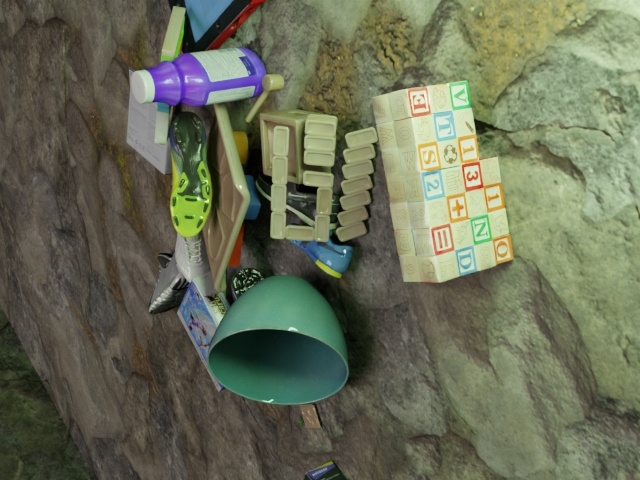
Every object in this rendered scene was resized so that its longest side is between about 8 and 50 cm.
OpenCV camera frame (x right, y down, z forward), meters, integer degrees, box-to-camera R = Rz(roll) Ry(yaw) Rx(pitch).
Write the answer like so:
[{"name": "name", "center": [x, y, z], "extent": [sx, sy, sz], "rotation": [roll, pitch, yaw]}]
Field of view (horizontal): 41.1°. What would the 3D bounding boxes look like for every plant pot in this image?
[{"name": "plant pot", "center": [-0.080, 0.188, 1.798], "extent": [0.290, 0.290, 0.195], "rotation": [123, 160, -47]}]

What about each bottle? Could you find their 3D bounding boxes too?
[{"name": "bottle", "center": [-0.254, -0.337, 1.787], "extent": [0.118, 0.282, 0.092], "rotation": [51, 139, 28]}]

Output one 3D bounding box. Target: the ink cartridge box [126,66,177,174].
[{"name": "ink cartridge box", "center": [-0.441, -0.319, 2.259], "extent": [0.223, 0.045, 0.224], "rotation": [39, 131, 40]}]

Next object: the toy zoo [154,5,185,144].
[{"name": "toy zoo", "center": [-0.344, -0.354, 1.943], "extent": [0.192, 0.030, 0.293], "rotation": [-89, 11, -46]}]

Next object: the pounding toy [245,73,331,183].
[{"name": "pounding toy", "center": [-0.065, -0.236, 1.727], "extent": [0.181, 0.094, 0.206], "rotation": [19, 118, 49]}]

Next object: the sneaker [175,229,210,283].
[{"name": "sneaker", "center": [-0.326, 0.003, 2.147], "extent": [0.115, 0.090, 0.232], "rotation": [-160, 61, -80]}]

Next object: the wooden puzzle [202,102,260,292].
[{"name": "wooden puzzle", "center": [-0.209, -0.106, 1.937], "extent": [0.348, 0.080, 0.322], "rotation": [109, 153, -45]}]

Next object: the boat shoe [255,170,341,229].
[{"name": "boat shoe", "center": [-0.044, -0.102, 1.768], "extent": [0.233, 0.084, 0.079], "rotation": [31, 122, 38]}]

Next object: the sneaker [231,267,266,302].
[{"name": "sneaker", "center": [-0.133, 0.204, 2.016], "extent": [0.124, 0.107, 0.283], "rotation": [145, 107, -74]}]

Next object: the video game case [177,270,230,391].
[{"name": "video game case", "center": [-0.266, 0.235, 2.155], "extent": [0.244, 0.061, 0.269], "rotation": [59, 154, 12]}]

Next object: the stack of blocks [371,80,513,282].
[{"name": "stack of blocks", "center": [0.196, -0.096, 1.354], "extent": [0.087, 0.171, 0.297], "rotation": [-3, 100, 54]}]

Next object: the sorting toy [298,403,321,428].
[{"name": "sorting toy", "center": [-0.030, 0.411, 2.002], "extent": [0.083, 0.012, 0.062], "rotation": [-16, 94, 52]}]

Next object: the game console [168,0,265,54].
[{"name": "game console", "center": [-0.249, -0.612, 1.869], "extent": [0.386, 0.060, 0.342], "rotation": [-25, 82, 54]}]

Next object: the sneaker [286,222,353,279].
[{"name": "sneaker", "center": [0.000, 0.000, 1.768], "extent": [0.209, 0.069, 0.082], "rotation": [39, 104, 49]}]

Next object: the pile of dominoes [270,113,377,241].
[{"name": "pile of dominoes", "center": [0.005, -0.116, 1.650], "extent": [0.040, 0.195, 0.251], "rotation": [-78, -7, -63]}]

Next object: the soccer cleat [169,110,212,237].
[{"name": "soccer cleat", "center": [-0.294, -0.147, 1.936], "extent": [0.121, 0.093, 0.289], "rotation": [134, 133, -80]}]

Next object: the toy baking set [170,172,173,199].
[{"name": "toy baking set", "center": [-0.327, -0.173, 2.101], "extent": [0.197, 0.030, 0.256], "rotation": [-70, 24, 11]}]

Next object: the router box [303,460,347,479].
[{"name": "router box", "center": [0.034, 0.702, 1.966], "extent": [0.243, 0.081, 0.309], "rotation": [46, 136, 34]}]

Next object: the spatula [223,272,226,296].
[{"name": "spatula", "center": [-0.290, 0.144, 2.254], "extent": [0.168, 0.019, 0.242], "rotation": [27, 124, 48]}]

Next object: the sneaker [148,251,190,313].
[{"name": "sneaker", "center": [-0.428, 0.105, 2.386], "extent": [0.228, 0.086, 0.132], "rotation": [-43, 63, 41]}]
